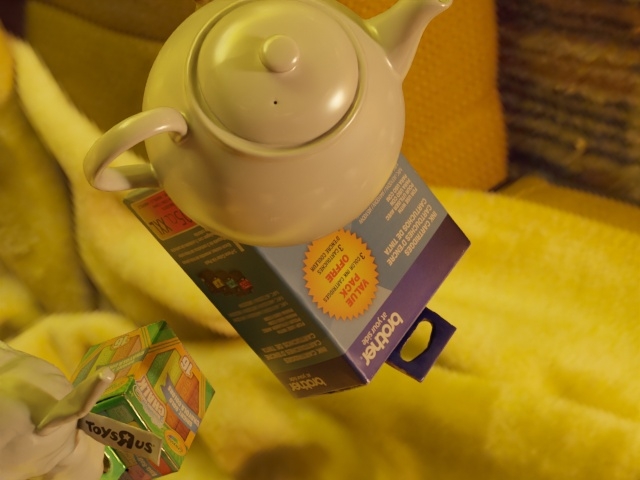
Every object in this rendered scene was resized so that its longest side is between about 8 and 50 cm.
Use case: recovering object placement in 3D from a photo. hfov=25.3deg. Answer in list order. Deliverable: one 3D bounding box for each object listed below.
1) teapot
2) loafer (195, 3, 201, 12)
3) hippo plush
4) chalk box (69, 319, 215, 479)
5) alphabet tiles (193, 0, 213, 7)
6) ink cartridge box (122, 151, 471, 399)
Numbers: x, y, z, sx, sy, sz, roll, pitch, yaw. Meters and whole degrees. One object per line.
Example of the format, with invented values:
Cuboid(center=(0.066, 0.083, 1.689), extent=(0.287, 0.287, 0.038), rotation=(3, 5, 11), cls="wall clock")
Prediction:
Cuboid(center=(-0.045, -0.122, 1.240), extent=(0.253, 0.256, 0.187), rotation=(18, 163, 3), cls="teapot")
Cuboid(center=(-0.150, -0.326, 1.967), extent=(0.045, 0.039, 0.125), rotation=(-141, 53, -65), cls="loafer")
Cuboid(center=(-0.303, 0.206, 1.175), extent=(0.294, 0.236, 0.234), rotation=(21, 152, 32), cls="hippo plush")
Cuboid(center=(-0.244, 0.224, 1.798), extent=(0.132, 0.213, 0.132), rotation=(-21, 115, 24), cls="chalk box")
Cuboid(center=(-0.080, -0.300, 1.458), extent=(0.198, 0.009, 0.237), rotation=(33, 149, 6), cls="alphabet tiles")
Cuboid(center=(0.000, 0.000, 1.701), extent=(0.151, 0.270, 0.395), rotation=(-17, 118, 50), cls="ink cartridge box")
